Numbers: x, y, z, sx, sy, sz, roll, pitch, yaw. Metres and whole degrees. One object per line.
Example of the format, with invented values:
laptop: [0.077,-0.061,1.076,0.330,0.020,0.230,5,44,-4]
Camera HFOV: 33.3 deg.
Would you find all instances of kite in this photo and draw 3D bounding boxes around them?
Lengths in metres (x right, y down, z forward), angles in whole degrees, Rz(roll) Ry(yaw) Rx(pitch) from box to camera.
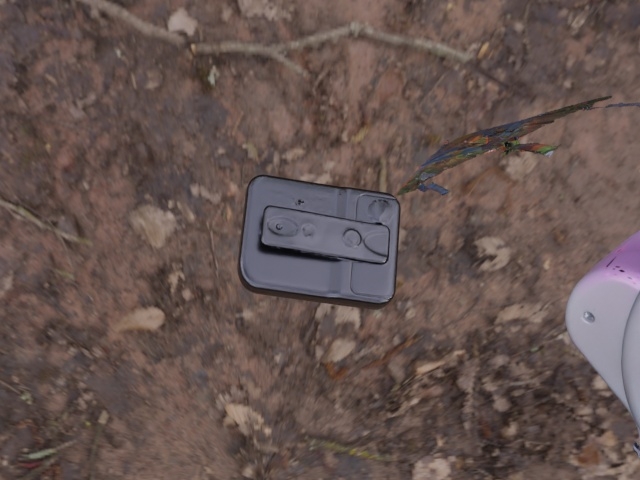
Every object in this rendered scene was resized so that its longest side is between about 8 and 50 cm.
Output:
kite: [0.125,-0.065,0.756,0.183,0.160,0.010,-24,103,-15]

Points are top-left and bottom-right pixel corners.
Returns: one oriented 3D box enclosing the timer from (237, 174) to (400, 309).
timer: [0.000,0.000,1.261,0.187,0.055,0.144,8,71,-8]

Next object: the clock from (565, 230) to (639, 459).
clock: [0.273,0.061,0.568,0.090,0.248,0.227,-35,83,-38]
